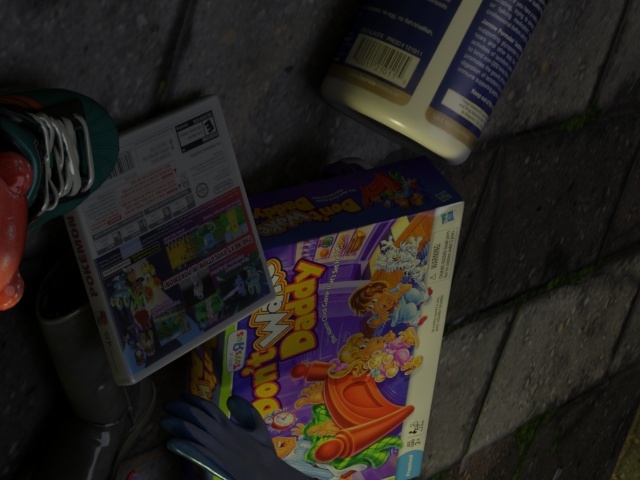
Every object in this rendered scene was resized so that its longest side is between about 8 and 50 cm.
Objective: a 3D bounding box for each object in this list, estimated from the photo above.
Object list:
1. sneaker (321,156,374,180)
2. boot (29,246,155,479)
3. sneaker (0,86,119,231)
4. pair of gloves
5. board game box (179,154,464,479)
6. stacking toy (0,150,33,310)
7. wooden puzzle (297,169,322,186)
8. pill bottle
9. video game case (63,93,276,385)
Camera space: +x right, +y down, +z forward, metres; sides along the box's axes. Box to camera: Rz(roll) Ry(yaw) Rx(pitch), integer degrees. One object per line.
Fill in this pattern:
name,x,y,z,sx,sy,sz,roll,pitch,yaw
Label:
sneaker,0.000,0.000,1.902,0.071,0.068,0.170,-3,111,-50
boot,-0.197,0.121,1.624,0.208,0.076,0.189,92,19,-56
sneaker,-0.213,-0.043,1.335,0.302,0.121,0.108,-22,108,-56
pair of gloves,-0.086,0.212,1.715,0.023,0.159,0.198,-57,-178,44
board game box,-0.005,0.103,1.866,0.233,0.078,0.347,-14,132,-23
stacking toy,-0.214,-0.131,1.100,0.279,0.130,0.309,-94,-169,-58
wooden puzzle,-0.020,-0.017,1.915,0.116,0.014,0.078,-60,156,-7
pill bottle,0.122,-0.215,1.829,0.265,0.153,0.153,-62,156,-1
video game case,-0.122,-0.004,1.601,0.201,0.023,0.183,-30,108,-52
